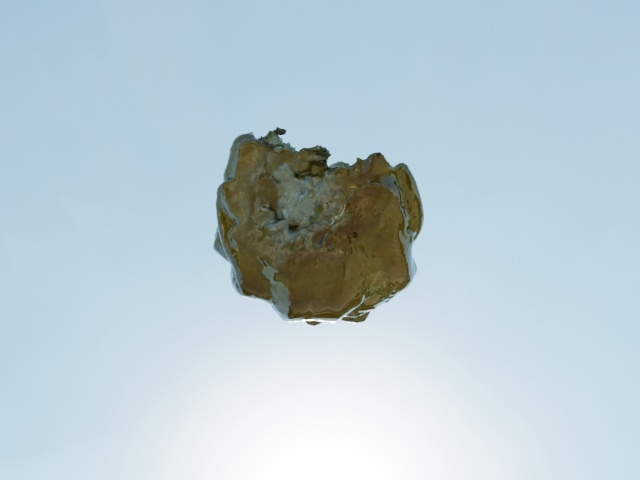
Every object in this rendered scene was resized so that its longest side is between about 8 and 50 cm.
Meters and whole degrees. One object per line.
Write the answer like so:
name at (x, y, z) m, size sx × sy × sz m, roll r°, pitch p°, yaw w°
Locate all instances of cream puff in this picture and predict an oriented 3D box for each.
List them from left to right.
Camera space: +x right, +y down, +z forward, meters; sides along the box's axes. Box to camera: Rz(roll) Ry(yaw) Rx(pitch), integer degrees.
cream puff at (-0.002, 0.005, 1.455) m, size 0.221 × 0.195 × 0.194 m, roll 17°, pitch -64°, yaw 24°
